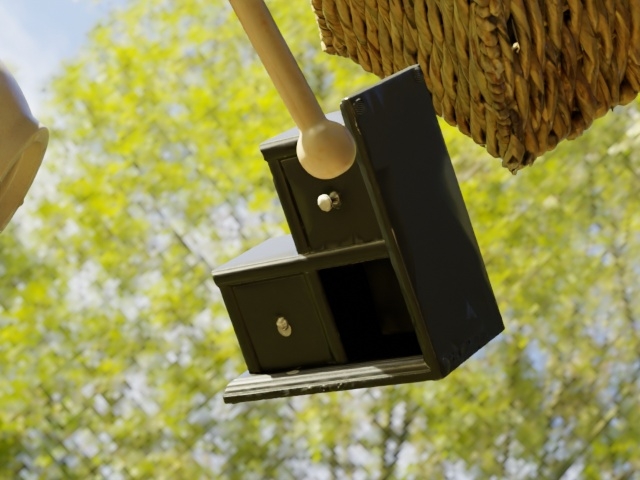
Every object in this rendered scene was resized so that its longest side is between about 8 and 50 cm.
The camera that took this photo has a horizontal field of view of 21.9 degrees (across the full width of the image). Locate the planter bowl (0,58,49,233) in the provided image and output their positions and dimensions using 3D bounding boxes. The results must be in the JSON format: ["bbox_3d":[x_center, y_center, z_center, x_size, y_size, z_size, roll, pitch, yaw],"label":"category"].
[{"bbox_3d":[-0.243,-0.057,1.057,0.109,0.162,0.162,29,-36,1],"label":"planter bowl"}]

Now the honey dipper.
[{"bbox_3d":[-0.031,-0.091,0.508,0.161,0.030,0.030,60,-35,1],"label":"honey dipper"}]

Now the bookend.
[{"bbox_3d":[0.000,0.000,0.916,0.156,0.072,0.157,-10,-77,38],"label":"bookend"}]

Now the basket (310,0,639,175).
[{"bbox_3d":[0.113,-0.240,1.079,0.223,0.213,0.299,39,-24,43],"label":"basket"}]
